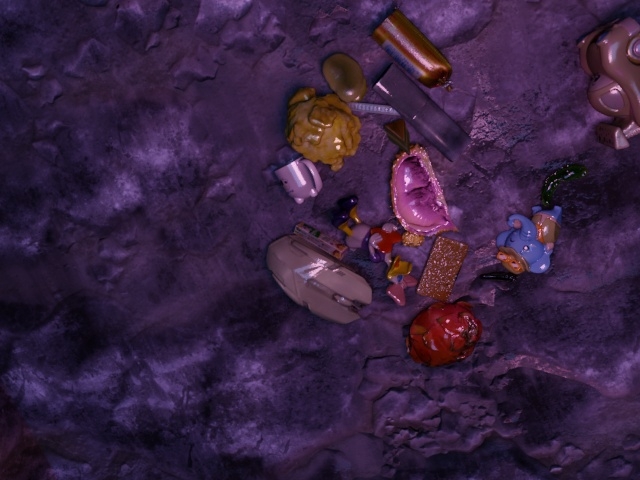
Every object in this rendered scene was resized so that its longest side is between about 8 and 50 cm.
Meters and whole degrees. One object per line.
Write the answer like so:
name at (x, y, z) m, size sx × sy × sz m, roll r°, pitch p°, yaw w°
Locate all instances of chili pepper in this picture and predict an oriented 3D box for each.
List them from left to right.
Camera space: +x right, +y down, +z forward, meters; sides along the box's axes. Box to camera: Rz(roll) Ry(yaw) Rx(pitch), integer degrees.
chili pepper at (0.804, -0.196, 1.857) m, size 0.182 × 0.050 × 0.073 m, roll -41°, pitch 90°, yaw 11°

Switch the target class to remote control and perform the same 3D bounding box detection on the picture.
remote control at (0.336, -0.415, 1.818) m, size 0.377 × 0.044 × 0.107 m, roll 38°, pitch 89°, yaw -17°

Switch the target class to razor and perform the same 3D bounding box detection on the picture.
razor at (0.209, -0.440, 1.860) m, size 0.277 × 0.056 × 0.111 m, roll 6°, pitch 107°, yaw 5°

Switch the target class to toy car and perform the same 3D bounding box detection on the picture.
toy car at (0.898, -0.475, 1.681) m, size 0.226 × 0.242 × 0.336 m, roll -34°, pitch 101°, yaw 17°

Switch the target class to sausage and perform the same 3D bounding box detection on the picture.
sausage at (0.314, -0.597, 1.776) m, size 0.317 × 0.117 × 0.125 m, roll 41°, pitch 121°, yaw -7°

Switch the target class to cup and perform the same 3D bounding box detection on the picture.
cup at (-0.055, -0.217, 1.905) m, size 0.173 × 0.134 × 0.142 m, roll -22°, pitch 104°, yaw 33°

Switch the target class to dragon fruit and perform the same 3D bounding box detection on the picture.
dragon fruit at (0.430, 0.331, 1.957) m, size 0.250 × 0.250 × 0.315 m, roll 6°, pitch 149°, yaw 5°

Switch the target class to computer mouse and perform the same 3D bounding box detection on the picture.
computer mouse at (-0.016, 0.146, 2.005) m, size 0.429 × 0.145 × 0.228 m, roll 34°, pitch 104°, yaw -4°

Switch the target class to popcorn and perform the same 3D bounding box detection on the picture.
popcorn at (0.007, -0.364, 1.820) m, size 0.235 × 0.242 × 0.250 m, roll -15°, pitch 144°, yaw 40°
popcorn at (0.324, -0.005, 1.959) m, size 0.082 × 0.083 × 0.057 m, roll 2°, pitch 74°, yaw -27°

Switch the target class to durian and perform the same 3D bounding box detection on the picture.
durian at (0.329, -0.160, 1.902) m, size 0.191 × 0.112 × 0.341 m, roll -22°, pitch 94°, yaw 21°

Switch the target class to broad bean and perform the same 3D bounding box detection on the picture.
broad bean at (0.083, -0.535, 1.828) m, size 0.124 × 0.082 × 0.175 m, roll -24°, pitch 94°, yaw -5°

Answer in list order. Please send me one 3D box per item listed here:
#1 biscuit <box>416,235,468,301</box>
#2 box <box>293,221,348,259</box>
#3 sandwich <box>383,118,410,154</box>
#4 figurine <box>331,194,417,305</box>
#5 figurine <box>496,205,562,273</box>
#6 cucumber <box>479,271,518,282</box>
biscuit at (0.437, 0.103, 1.993) m, size 0.131 × 0.025 × 0.231 m, roll 18°, pitch 105°, yaw -6°
box at (0.000, 0.000, 1.972) m, size 0.207 × 0.050 × 0.041 m, roll 30°, pitch 126°, yaw 19°
sandwich at (0.253, -0.333, 1.840) m, size 0.074 × 0.116 × 0.074 m, roll -12°, pitch 137°, yaw 21°
figurine at (0.191, 0.031, 1.941) m, size 0.421 × 0.154 × 0.193 m, roll 43°, pitch 143°, yaw -1°
figurine at (0.708, -0.009, 1.890) m, size 0.180 × 0.154 × 0.262 m, roll 23°, pitch 90°, yaw 9°
cucumber at (0.639, 0.128, 1.980) m, size 0.134 × 0.033 × 0.034 m, roll 8°, pitch 68°, yaw 4°
